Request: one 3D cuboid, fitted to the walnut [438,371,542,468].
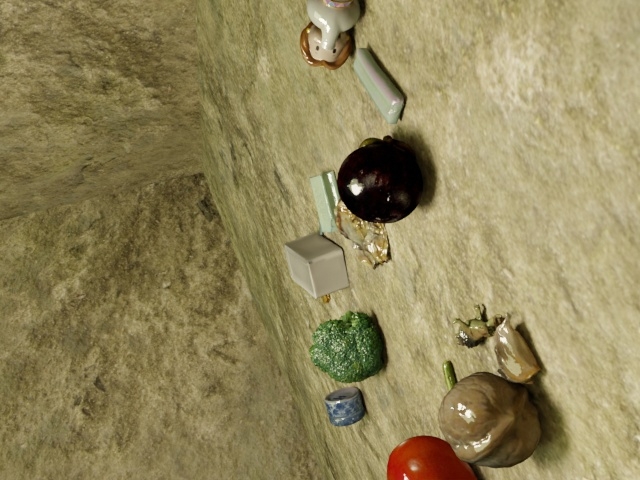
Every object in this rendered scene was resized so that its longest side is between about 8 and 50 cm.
[{"bbox_3d":[0.362,0.382,1.311,0.224,0.224,0.224,164,90,-72],"label":"walnut"}]

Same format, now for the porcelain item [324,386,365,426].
[{"bbox_3d":[0.097,0.655,2.414,0.147,0.147,0.114,179,75,-72],"label":"porcelain item"}]

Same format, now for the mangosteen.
[{"bbox_3d":[0.148,-0.163,1.502,0.211,0.211,0.250,103,176,-57],"label":"mangosteen"}]

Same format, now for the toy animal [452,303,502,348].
[{"bbox_3d":[0.354,0.185,1.373,0.086,0.069,0.220,48,162,9],"label":"toy animal"}]

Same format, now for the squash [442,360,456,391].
[{"bbox_3d":[0.340,0.357,1.619,0.027,0.027,0.083,157,97,-72],"label":"squash"}]

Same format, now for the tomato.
[{"bbox_3d":[0.310,0.677,1.666,0.299,0.226,0.299,58,163,29],"label":"tomato"}]

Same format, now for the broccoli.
[{"bbox_3d":[0.097,0.359,2.084,0.269,0.261,0.242,41,-150,-32],"label":"broccoli"}]

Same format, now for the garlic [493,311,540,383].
[{"bbox_3d":[0.401,0.228,1.280,0.084,0.066,0.152,-36,73,42],"label":"garlic"}]

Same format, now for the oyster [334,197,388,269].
[{"bbox_3d":[0.106,-0.064,1.834,0.201,0.107,0.355,17,121,65],"label":"oyster"}]

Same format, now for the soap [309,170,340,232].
[{"bbox_3d":[0.025,-0.129,2.081,0.114,0.063,0.198,178,76,-70],"label":"soap"}]

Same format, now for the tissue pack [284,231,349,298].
[{"bbox_3d":[-0.019,0.089,2.259,0.246,0.136,0.159,32,139,59],"label":"tissue pack"}]

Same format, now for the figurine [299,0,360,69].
[{"bbox_3d":[0.024,-0.555,1.601,0.263,0.142,0.190,108,173,-63],"label":"figurine"}]

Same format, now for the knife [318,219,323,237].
[{"bbox_3d":[0.001,0.000,2.347,0.028,0.015,0.210,50,153,37],"label":"knife"}]

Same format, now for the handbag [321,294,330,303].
[{"bbox_3d":[0.012,0.210,2.479,0.083,0.027,0.061,63,159,21],"label":"handbag"}]

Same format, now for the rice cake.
[{"bbox_3d":[0.142,-0.392,1.536,0.080,0.042,0.222,97,152,-54],"label":"rice cake"}]
